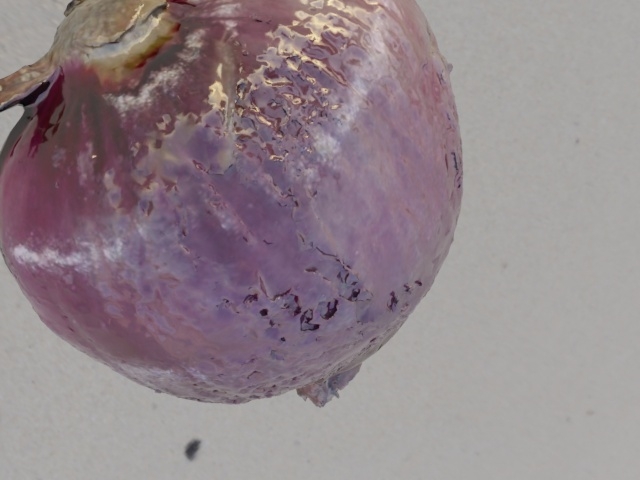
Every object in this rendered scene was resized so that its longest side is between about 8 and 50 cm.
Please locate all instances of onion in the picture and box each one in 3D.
[{"bbox_3d":[0.000,0.000,0.562,0.267,0.159,0.348,-51,134,-17],"label":"onion"}]
